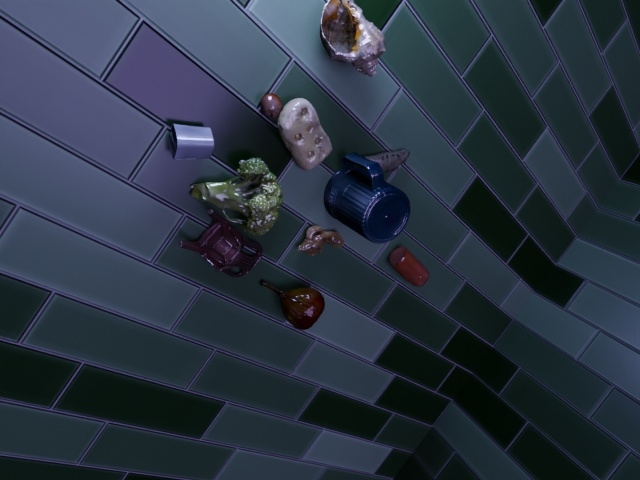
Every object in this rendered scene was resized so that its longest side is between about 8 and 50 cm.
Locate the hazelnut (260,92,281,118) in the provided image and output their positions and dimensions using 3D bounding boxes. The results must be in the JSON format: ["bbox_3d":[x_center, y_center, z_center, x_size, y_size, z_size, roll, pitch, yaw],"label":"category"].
[{"bbox_3d":[-0.172,-0.465,1.544,0.086,0.086,0.087,-13,119,-24],"label":"hazelnut"}]

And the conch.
[{"bbox_3d":[0.103,-0.695,1.549,0.210,0.159,0.292,-27,86,-6],"label":"conch"}]

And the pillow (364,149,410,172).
[{"bbox_3d":[0.279,-0.328,1.889,0.241,0.051,0.093,-14,114,-25],"label":"pillow"}]

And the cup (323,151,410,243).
[{"bbox_3d":[0.194,-0.170,1.768,0.242,0.292,0.308,5,111,-32],"label":"cup"}]

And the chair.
[{"bbox_3d":[-0.350,0.027,1.661,0.176,0.183,0.326,-48,172,-2],"label":"chair"}]

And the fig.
[{"bbox_3d":[-0.127,0.275,1.893,0.290,0.191,0.191,10,109,-16],"label":"fig"}]

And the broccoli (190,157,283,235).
[{"bbox_3d":[-0.256,-0.160,1.577,0.254,0.186,0.302,-49,134,11],"label":"broccoli"}]

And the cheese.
[{"bbox_3d":[-0.058,-0.387,1.630,0.159,0.093,0.263,-43,134,-10],"label":"cheese"}]

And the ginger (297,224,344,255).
[{"bbox_3d":[0.003,0.009,1.893,0.214,0.059,0.133,16,97,-36],"label":"ginger"}]

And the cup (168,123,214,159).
[{"bbox_3d":[-0.430,-0.311,1.461,0.129,0.095,0.128,-4,152,-31],"label":"cup"}]

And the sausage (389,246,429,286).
[{"bbox_3d":[0.440,0.137,2.178,0.114,0.113,0.259,-49,126,0],"label":"sausage"}]
